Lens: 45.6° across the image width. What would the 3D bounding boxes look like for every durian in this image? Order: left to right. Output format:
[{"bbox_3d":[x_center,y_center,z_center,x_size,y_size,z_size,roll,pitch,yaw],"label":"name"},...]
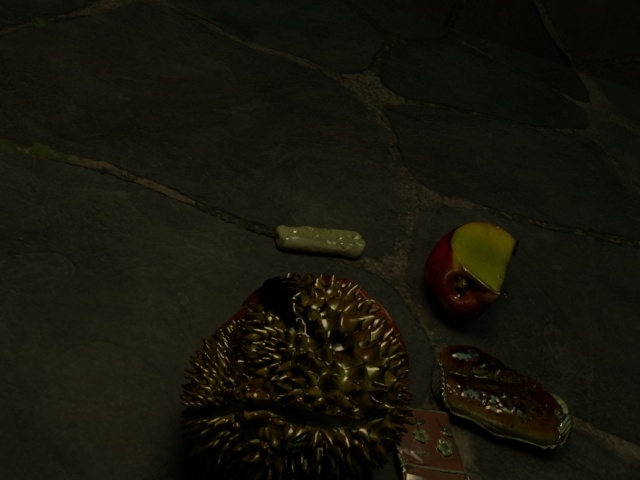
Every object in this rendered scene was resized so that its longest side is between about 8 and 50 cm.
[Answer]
[{"bbox_3d":[-0.025,0.207,1.051,0.347,0.347,0.384,36,9,16],"label":"durian"}]

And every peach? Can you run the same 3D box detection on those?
[{"bbox_3d":[0.301,0.050,1.575,0.154,0.159,0.267,37,39,0],"label":"peach"}]

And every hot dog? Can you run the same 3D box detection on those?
[{"bbox_3d":[0.325,0.281,1.372,0.270,0.082,0.162,23,38,-2],"label":"hot dog"}]

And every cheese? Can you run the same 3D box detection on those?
[{"bbox_3d":[0.000,0.000,1.575,0.194,0.043,0.065,6,41,-21],"label":"cheese"}]

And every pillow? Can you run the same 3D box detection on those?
[{"bbox_3d":[0.180,0.369,1.216,0.126,0.043,0.232,10,40,-19],"label":"pillow"}]
